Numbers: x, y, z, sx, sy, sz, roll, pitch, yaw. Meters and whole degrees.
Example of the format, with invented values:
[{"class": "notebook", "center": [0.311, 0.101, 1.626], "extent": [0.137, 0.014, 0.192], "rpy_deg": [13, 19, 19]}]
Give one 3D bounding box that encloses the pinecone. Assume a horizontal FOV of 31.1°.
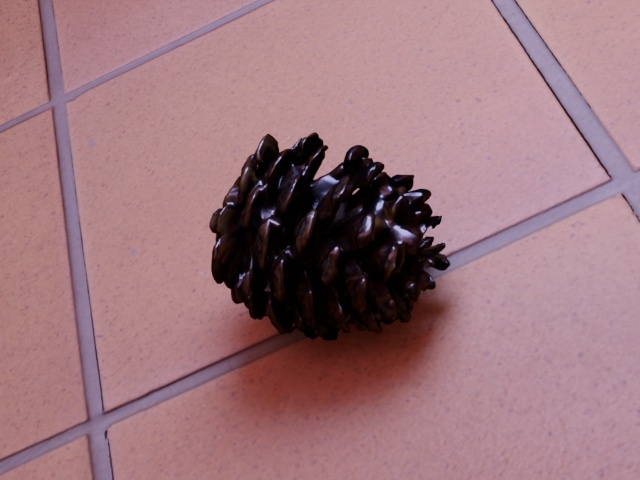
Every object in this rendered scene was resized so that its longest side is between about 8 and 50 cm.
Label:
[{"class": "pinecone", "center": [0.000, 0.000, 1.248], "extent": [0.272, 0.224, 0.224], "rpy_deg": [17, 60, 23]}]
